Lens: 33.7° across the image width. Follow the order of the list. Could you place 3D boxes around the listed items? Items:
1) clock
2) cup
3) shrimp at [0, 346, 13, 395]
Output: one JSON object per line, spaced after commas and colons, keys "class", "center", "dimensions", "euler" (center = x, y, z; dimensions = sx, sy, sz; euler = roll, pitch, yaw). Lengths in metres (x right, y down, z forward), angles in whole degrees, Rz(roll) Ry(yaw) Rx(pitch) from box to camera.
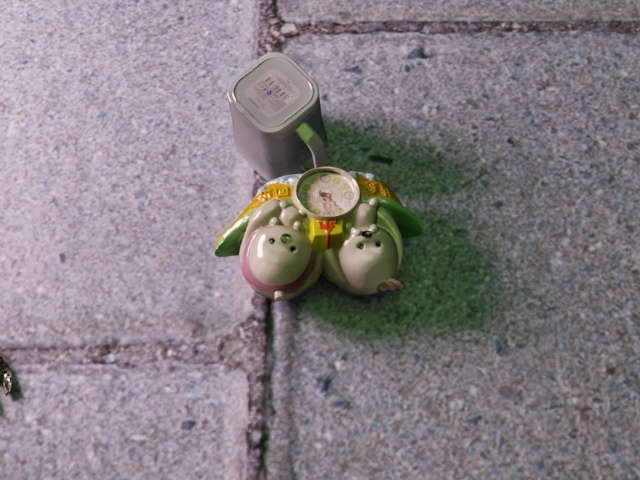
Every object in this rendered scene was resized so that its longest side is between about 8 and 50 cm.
{"class": "clock", "center": [0.000, 0.000, 1.148], "dimensions": [0.231, 0.103, 0.144], "euler": [-5, 53, -4]}
{"class": "cup", "center": [-0.040, -0.128, 1.205], "dimensions": [0.095, 0.129, 0.128], "euler": [-39, 72, -12]}
{"class": "shrimp", "center": [-0.350, 0.134, 1.118], "dimensions": [0.038, 0.029, 0.092], "euler": [-17, 68, -19]}
